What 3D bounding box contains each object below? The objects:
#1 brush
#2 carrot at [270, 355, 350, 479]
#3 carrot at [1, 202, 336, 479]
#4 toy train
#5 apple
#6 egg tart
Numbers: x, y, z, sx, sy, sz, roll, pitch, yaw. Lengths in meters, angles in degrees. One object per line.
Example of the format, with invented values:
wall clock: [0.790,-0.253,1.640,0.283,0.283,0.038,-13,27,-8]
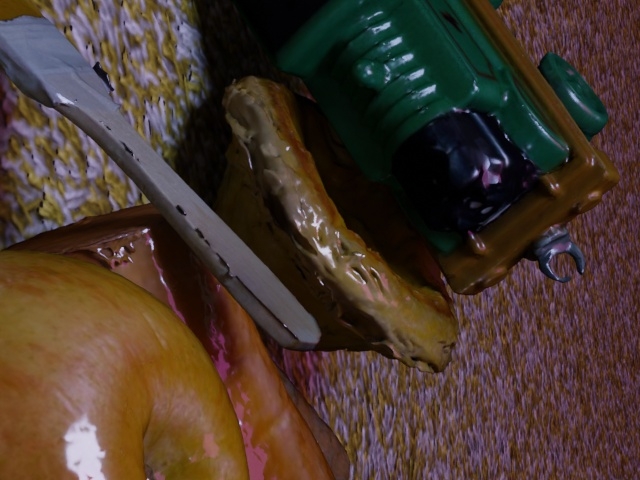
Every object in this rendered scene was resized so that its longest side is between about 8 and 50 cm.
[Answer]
brush: [-0.119,-0.054,0.956,0.336,0.020,0.085,47,22,9]
carrot: [-0.061,0.119,1.213,0.263,0.102,0.102,61,35,-37]
carrot: [-0.109,0.103,1.037,0.196,0.196,0.254,-36,110,-61]
toy train: [0.076,-0.143,1.275,0.249,0.178,0.429,7,47,-59]
apple: [-0.165,0.143,0.817,0.286,0.233,0.286,-5,90,-65]
egg tart: [0.000,0.000,1.257,0.295,0.116,0.295,50,12,-15]
